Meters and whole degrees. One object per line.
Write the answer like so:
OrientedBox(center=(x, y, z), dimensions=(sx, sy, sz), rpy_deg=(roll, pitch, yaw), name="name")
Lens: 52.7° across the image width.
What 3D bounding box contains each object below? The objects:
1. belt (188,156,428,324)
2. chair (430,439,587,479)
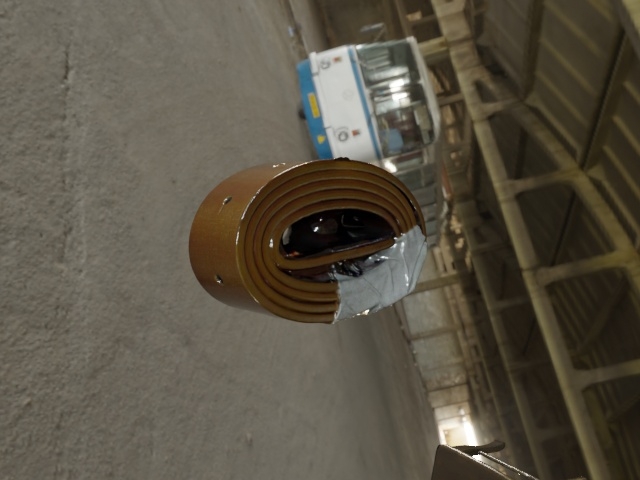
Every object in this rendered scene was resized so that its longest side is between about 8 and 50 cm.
OrientedBox(center=(0.000, 0.000, 0.865), dimensions=(0.339, 0.122, 0.217), rpy_deg=(-5, 96, -42), name="belt")
OrientedBox(center=(0.217, 0.387, 0.895), dimensions=(0.319, 0.186, 0.160), rpy_deg=(8, 93, -41), name="chair")
